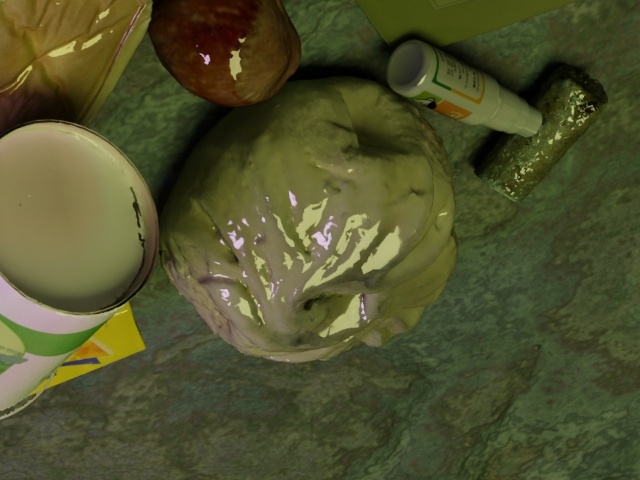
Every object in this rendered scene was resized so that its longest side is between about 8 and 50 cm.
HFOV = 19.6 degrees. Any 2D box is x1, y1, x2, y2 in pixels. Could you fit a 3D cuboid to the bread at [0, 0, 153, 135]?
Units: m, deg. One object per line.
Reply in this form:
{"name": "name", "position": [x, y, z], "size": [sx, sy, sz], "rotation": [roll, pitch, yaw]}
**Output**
{"name": "bread", "position": [-0.274, -0.193, 1.722], "size": [0.192, 0.110, 0.210], "rotation": [2, 133, -40]}

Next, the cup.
{"name": "cup", "position": [-0.293, 0.021, 1.741], "size": [0.253, 0.253, 0.274], "rotation": [7, 157, -35]}

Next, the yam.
{"name": "yam", "position": [0.250, -0.119, 2.133], "size": [0.078, 0.078, 0.179], "rotation": [16, 125, -41]}

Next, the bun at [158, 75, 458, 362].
{"name": "bun", "position": [0.000, 0.000, 2.009], "size": [0.360, 0.211, 0.359], "rotation": [-17, 141, -14]}

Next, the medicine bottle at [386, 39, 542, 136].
{"name": "medicine bottle", "position": [0.151, -0.159, 2.026], "size": [0.221, 0.092, 0.061], "rotation": [19, 83, -45]}

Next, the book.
{"name": "book", "position": [0.117, -0.311, 1.824], "size": [0.239, 0.035, 0.352], "rotation": [-18, 148, 17]}

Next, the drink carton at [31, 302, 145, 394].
{"name": "drink carton", "position": [-0.377, 0.105, 1.988], "size": [0.351, 0.111, 0.154], "rotation": [-22, 141, -9]}

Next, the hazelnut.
{"name": "hazelnut", "position": [-0.096, -0.195, 1.811], "size": [0.143, 0.143, 0.154], "rotation": [-35, 157, 9]}
